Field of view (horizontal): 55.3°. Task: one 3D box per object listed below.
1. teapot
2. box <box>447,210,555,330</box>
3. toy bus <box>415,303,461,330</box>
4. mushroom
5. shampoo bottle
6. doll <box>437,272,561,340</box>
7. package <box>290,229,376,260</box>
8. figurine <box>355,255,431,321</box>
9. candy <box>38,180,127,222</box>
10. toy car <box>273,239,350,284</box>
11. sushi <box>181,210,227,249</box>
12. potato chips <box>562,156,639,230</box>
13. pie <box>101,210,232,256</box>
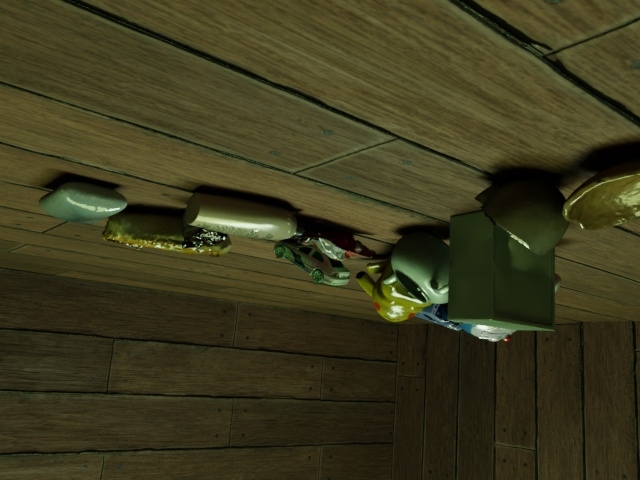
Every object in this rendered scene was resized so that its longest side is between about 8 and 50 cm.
[{"bbox_3d":[0.251,0.072,1.453,0.193,0.129,0.294,45,170,-16],"label":"teapot"},{"bbox_3d":[0.386,0.072,1.304,0.225,0.224,0.117,13,166,-36],"label":"box"},{"bbox_3d":[0.333,0.187,1.980,0.292,0.125,0.133,17,172,36],"label":"toy bus"},{"bbox_3d":[0.354,-0.047,1.030,0.117,0.141,0.188,-38,155,18],"label":"mushroom"},{"bbox_3d":[-0.148,-0.045,1.286,0.257,0.078,0.127,12,163,-32],"label":"shampoo bottle"},{"bbox_3d":[0.448,0.133,1.576,0.284,0.240,0.310,-21,159,-8],"label":"doll"},{"bbox_3d":[0.000,0.000,1.502,0.269,0.071,0.194,18,169,-31],"label":"package"},{"bbox_3d":[0.221,0.131,1.747,0.218,0.169,0.326,20,154,-2],"label":"figurine"},{"bbox_3d":[-0.496,-0.076,1.274,0.138,0.071,0.174,13,165,-36],"label":"candy"},{"bbox_3d":[-0.022,0.048,1.612,0.224,0.076,0.090,31,-164,30],"label":"toy car"},{"bbox_3d":[-0.251,-0.031,1.344,0.094,0.098,0.084,-12,163,40],"label":"sushi"},{"bbox_3d":[0.466,-0.079,0.922,0.195,0.061,0.208,-3,160,4],"label":"potato chips"},{"bbox_3d":[-0.373,-0.011,1.525,0.315,0.092,0.315,6,173,1],"label":"pie"}]
